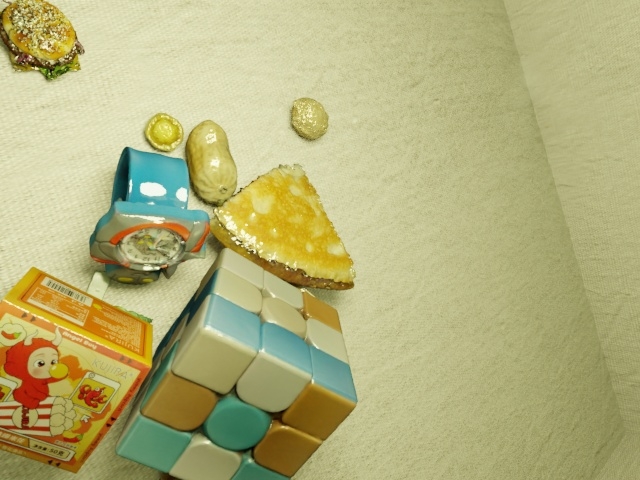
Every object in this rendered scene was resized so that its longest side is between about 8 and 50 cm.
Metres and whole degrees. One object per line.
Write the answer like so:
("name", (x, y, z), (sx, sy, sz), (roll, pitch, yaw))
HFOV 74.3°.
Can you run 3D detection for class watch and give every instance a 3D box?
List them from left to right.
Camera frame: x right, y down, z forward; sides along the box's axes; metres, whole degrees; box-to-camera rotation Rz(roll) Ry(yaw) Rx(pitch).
("watch", (-0.410, -0.053, 1.000), (0.242, 0.305, 0.274), (8, 49, -36))

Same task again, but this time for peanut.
("peanut", (-0.295, -0.212, 1.139), (0.129, 0.129, 0.224), (-15, 91, -34))

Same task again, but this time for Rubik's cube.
("Rubik's cube", (-0.170, 0.285, 0.930), (0.344, 0.347, 0.346), (32, 104, -18))

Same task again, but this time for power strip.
("power strip", (-0.531, 0.115, 1.005), (0.040, 0.016, 0.090), (24, 70, -28))

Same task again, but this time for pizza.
("pizza", (-0.120, -0.028, 1.167), (0.392, 0.080, 0.434), (-9, 64, -43))

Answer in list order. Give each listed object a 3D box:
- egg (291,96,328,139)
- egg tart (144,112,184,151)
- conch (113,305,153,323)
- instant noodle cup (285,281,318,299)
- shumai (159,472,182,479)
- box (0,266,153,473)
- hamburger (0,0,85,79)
("egg", (-0.036, -0.389, 1.342), (0.140, 0.116, 0.118), (54, 31, -16))
("egg tart", (-0.416, -0.285, 1.121), (0.105, 0.039, 0.105), (5, 81, -33))
("conch", (-0.496, 0.202, 0.983), (0.201, 0.079, 0.094), (-13, 95, -23))
("instant noodle cup", (-0.104, 0.223, 1.201), (0.168, 0.168, 0.185), (43, 70, -21))
("shumai", (-0.227, 0.548, 1.007), (0.267, 0.262, 0.313), (-6, 85, -35))
("box", (-0.525, 0.250, 0.831), (0.284, 0.214, 0.259), (36, 87, -24))
("hamburger", (-0.637, -0.468, 0.966), (0.164, 0.093, 0.189), (-31, 103, -33))
